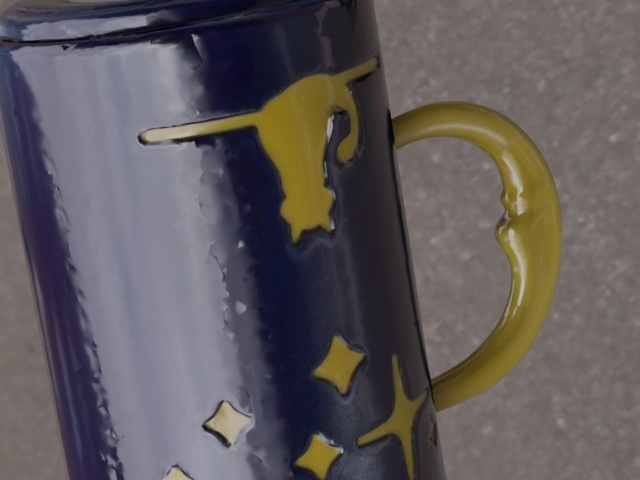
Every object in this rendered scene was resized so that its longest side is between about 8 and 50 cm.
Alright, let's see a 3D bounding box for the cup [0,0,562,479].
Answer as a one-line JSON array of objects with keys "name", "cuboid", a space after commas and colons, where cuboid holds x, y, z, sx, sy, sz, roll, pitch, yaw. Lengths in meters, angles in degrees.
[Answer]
[{"name": "cup", "cuboid": [-0.021, 0.001, 0.736, 0.178, 0.255, 0.256, 2, 107, 31]}]
